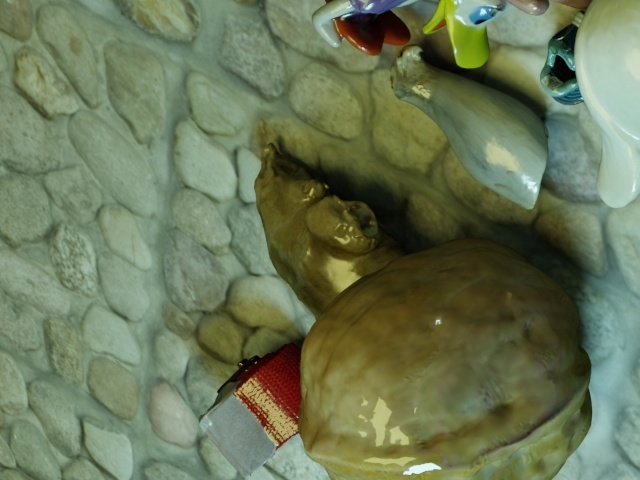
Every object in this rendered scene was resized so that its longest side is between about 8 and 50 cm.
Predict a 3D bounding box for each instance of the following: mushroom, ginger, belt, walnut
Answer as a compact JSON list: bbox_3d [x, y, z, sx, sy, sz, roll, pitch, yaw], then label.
[{"bbox_3d":[0.164,-0.129,1.890,0.225,0.093,0.116,38,155,8],"label":"mushroom"},{"bbox_3d":[0.000,0.000,2.077,0.270,0.123,0.219,50,150,3],"label":"ginger"},{"bbox_3d":[-0.077,0.218,2.274,0.124,0.128,0.201,50,132,4],"label":"belt"},{"bbox_3d":[0.131,0.166,1.918,0.306,0.344,0.306,45,147,41],"label":"walnut"}]

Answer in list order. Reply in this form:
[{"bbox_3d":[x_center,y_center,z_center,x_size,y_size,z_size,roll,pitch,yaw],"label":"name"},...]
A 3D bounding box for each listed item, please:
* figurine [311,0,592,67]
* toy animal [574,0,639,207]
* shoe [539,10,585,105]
[{"bbox_3d":[0.077,-0.297,1.822,0.421,0.154,0.193,33,118,24],"label":"figurine"},{"bbox_3d":[0.360,-0.120,1.677,0.289,0.174,0.249,42,134,9],"label":"toy animal"},{"bbox_3d":[0.260,-0.178,1.782,0.064,0.071,0.143,47,164,15],"label":"shoe"}]
